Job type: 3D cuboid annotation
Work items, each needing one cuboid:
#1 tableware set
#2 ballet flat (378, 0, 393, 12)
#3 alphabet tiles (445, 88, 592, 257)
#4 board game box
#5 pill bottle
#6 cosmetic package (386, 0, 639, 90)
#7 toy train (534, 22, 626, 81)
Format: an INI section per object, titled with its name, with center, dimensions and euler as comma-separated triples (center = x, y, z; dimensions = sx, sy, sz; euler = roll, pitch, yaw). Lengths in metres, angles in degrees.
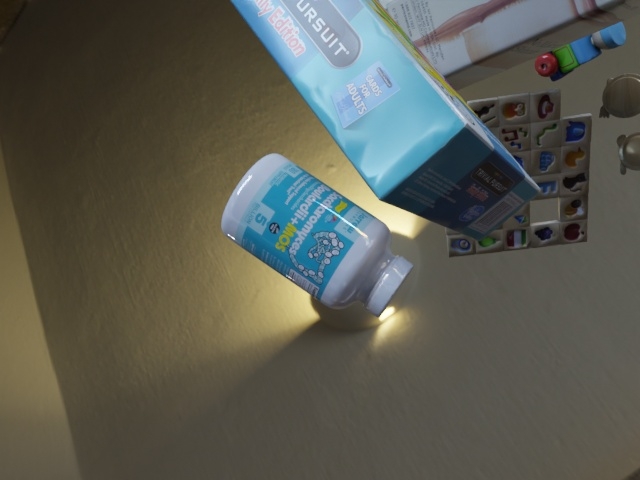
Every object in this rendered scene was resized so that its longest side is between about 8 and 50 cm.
[tableware set]
center = 0.469, -0.170, 1.001
dimensions = 0.168, 0.141, 0.020
euler = -9, -14, 29
[ballet flat]
center = 0.196, -0.381, 1.118
dimensions = 0.280, 0.095, 0.096
euler = -15, 6, 24
[alphabet tiles]
center = 0.264, -0.086, 1.000
dimensions = 0.198, 0.009, 0.237
euler = -7, -58, 7
[board game box]
center = 0.032, -0.163, 0.632
dimensions = 0.079, 0.336, 0.253
euler = -41, -22, 17
[pill bottle]
center = 0.000, 0.000, 1.057
dimensions = 0.146, 0.264, 0.146
euler = -55, -9, -12
[cosmetic package]
center = 0.255, -0.302, 0.943
dimensions = 0.296, 0.129, 0.153
euler = -18, -2, 39
[toy train]
center = 0.416, -0.417, 1.276
dimensions = 0.105, 0.248, 0.143
euler = -33, 9, -40
